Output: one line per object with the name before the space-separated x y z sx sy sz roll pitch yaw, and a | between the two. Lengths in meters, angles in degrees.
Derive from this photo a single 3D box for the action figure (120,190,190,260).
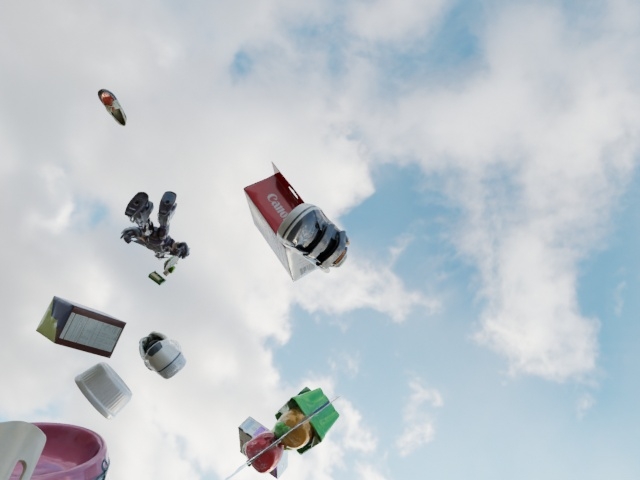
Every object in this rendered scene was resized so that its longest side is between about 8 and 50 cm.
action figure | -0.441 -0.020 1.221 0.186 0.099 0.285 9 -33 -8

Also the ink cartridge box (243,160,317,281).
ink cartridge box | -0.129 -0.066 1.538 0.309 0.130 0.271 52 -18 33

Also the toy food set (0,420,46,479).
toy food set | -0.644 0.426 0.743 0.307 0.219 0.092 -8 -65 -7

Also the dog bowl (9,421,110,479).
dog bowl | -0.708 0.567 1.099 0.409 0.408 0.150 8 -94 27

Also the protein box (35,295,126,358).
protein box | -0.840 0.304 1.613 0.200 0.135 0.201 6 -21 43

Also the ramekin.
ramekin | -0.787 0.543 1.679 0.207 0.109 0.207 40 -26 23

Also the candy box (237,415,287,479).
candy box | -0.223 0.801 1.773 0.196 0.070 0.164 22 -53 28

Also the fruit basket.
fruit basket | -0.130 0.594 1.389 0.165 0.353 0.327 58 -33 21

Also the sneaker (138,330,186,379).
sneaker | -0.389 0.259 1.103 0.091 0.094 0.258 57 -29 -12

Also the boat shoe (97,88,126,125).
boat shoe | -0.667 -0.427 1.474 0.043 0.049 0.137 59 -10 30

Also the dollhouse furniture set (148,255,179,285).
dollhouse furniture set | -0.573 0.091 1.683 0.059 0.076 0.151 38 -62 5

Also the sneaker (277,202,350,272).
sneaker | 0.000 0.000 1.146 0.127 0.321 0.126 40 -87 16
